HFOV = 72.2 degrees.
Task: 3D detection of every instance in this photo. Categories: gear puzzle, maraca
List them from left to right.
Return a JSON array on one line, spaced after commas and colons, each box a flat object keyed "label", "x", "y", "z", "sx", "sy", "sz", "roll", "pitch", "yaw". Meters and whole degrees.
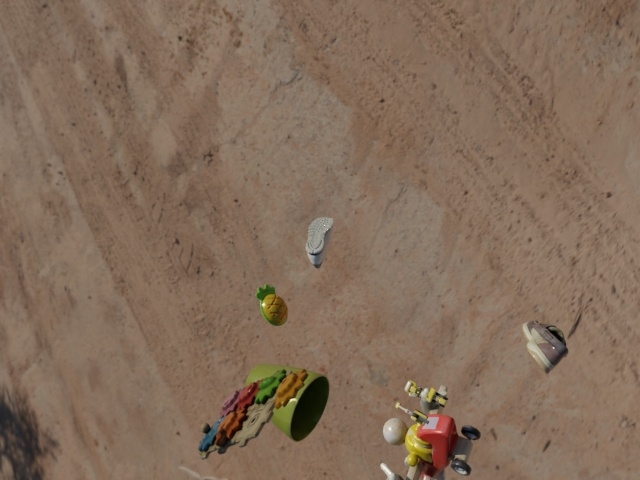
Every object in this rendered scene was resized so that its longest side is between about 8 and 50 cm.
[{"label": "gear puzzle", "x": -0.142, "y": 0.333, "z": 0.886, "sx": 0.044, "sy": 0.175, "sz": 0.339, "roll": 46, "pitch": 130, "yaw": -9}, {"label": "maraca", "x": -0.204, "y": 0.273, "z": 1.851, "sx": 0.099, "sy": 0.127, "sz": 0.185, "roll": -35, "pitch": 80, "yaw": 38}]

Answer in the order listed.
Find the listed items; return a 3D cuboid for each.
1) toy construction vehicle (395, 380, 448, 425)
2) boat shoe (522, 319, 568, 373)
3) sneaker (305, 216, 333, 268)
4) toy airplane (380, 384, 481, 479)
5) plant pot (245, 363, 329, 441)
[{"label": "toy construction vehicle", "x": 0.234, "y": 0.377, "z": 1.016, "sx": 0.098, "sy": 0.035, "sz": 0.085, "roll": 28, "pitch": 83, "yaw": 17}, {"label": "boat shoe", "x": 0.620, "y": 0.276, "z": 1.201, "sx": 0.092, "sy": 0.285, "sz": 0.102, "roll": -36, "pitch": 80, "yaw": 21}, {"label": "sneaker", "x": 0.000, "y": 0.000, "z": 1.688, "sx": 0.090, "sy": 0.235, "sz": 0.094, "roll": 0, "pitch": 130, "yaw": 21}, {"label": "toy airplane", "x": 0.337, "y": 0.698, "z": 1.483, "sx": 0.273, "sy": 0.386, "sz": 0.384, "roll": 25, "pitch": 96, "yaw": 14}, {"label": "plant pot", "x": -0.158, "y": 0.629, "z": 1.819, "sx": 0.294, "sy": 0.275, "sz": 0.274, "roll": 17, "pitch": 105, "yaw": 31}]
